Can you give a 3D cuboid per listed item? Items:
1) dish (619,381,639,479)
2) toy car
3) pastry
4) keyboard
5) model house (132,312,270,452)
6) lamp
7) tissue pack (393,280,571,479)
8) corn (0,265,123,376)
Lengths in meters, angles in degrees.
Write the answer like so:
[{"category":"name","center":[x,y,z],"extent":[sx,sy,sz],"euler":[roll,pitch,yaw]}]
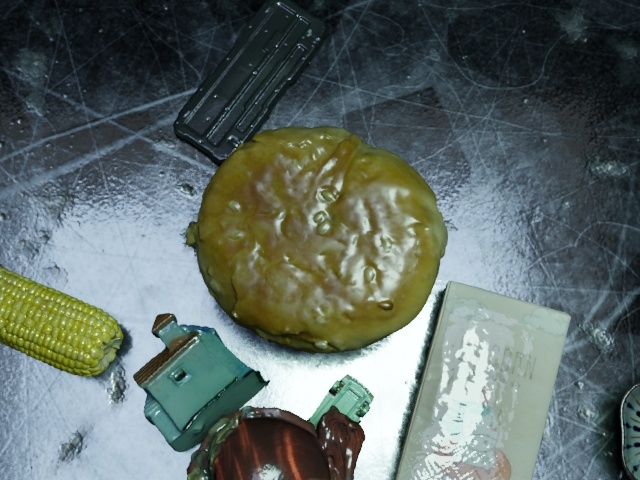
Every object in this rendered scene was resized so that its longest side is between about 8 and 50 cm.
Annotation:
[{"category":"dish","center":[0.468,0.255,1.157],"extent":[0.191,0.066,0.190],"euler":[0,78,0]},{"category":"toy car","center":[0.016,0.233,1.156],"extent":[0.059,0.035,0.122],"euler":[39,90,6]},{"category":"pastry","center":[0.000,0.000,1.131],"extent":[0.316,0.184,0.284],"euler":[16,86,12]},{"category":"keyboard","center":[-0.096,-0.230,1.265],"extent":[0.106,0.016,0.262],"euler":[34,79,5]},{"category":"model house","center":[-0.170,0.166,1.131],"extent":[0.148,0.119,0.148],"euler":[-39,72,-9]},{"category":"lamp","center":[-0.042,0.297,1.062],"extent":[0.223,0.151,0.215],"euler":[-14,76,12]},{"category":"tissue pack","center":[0.203,0.228,1.148],"extent":[0.170,0.071,0.325],"euler":[17,77,4]},{"category":"corn","center":[-0.373,0.096,1.140],"extent":[0.244,0.093,0.093],"euler":[23,77,7]}]
